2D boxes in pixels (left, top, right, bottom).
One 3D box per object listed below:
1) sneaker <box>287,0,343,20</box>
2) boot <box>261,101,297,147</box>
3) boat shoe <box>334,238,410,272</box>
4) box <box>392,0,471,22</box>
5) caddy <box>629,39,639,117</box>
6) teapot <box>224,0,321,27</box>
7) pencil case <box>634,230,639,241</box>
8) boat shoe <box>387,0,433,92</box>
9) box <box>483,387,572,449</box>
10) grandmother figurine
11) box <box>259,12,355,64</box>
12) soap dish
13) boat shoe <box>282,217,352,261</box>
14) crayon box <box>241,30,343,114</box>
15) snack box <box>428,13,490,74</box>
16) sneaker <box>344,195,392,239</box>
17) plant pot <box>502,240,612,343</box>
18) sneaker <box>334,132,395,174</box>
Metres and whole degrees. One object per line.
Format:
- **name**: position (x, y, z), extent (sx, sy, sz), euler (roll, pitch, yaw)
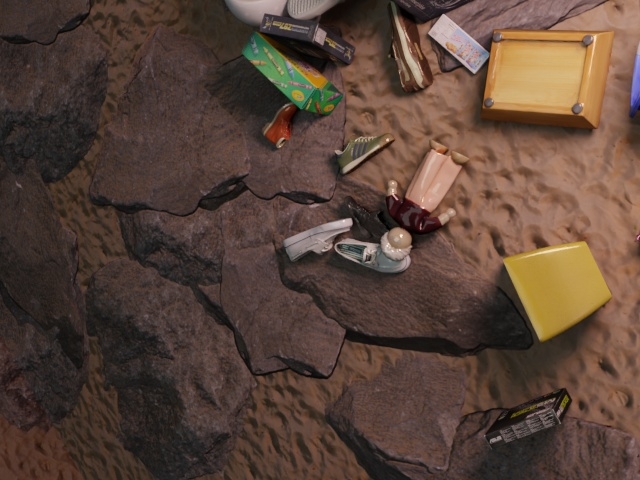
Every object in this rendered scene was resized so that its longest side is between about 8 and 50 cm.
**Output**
- **sneaker**: position (0.085, -0.708, 1.754), extent (0.366, 0.150, 0.135), euler (-31, 61, 18)
- **boot**: position (-0.109, -0.359, 1.965), extent (0.084, 0.059, 0.158), euler (52, 125, 13)
- **boat shoe**: position (0.144, 0.048, 1.837), extent (0.226, 0.076, 0.083), euler (10, 99, 29)
- **box**: position (0.305, -0.707, 1.526), extent (0.312, 0.343, 0.179), euler (-18, 84, 31)
- **caddy**: position (0.773, -0.410, 1.343), extent (0.179, 0.241, 0.341), euler (27, 107, 19)
- **teapot**: position (-0.157, -0.724, 1.893), extent (0.252, 0.187, 0.256), euler (-24, 63, 3)
- **pencil case**: position (0.829, 0.011, 1.430), extent (0.209, 0.095, 0.098), euler (33, 74, 26)
- **boat shoe**: position (0.220, -0.529, 1.737), extent (0.095, 0.095, 0.257), euler (-20, 85, 36)
- **box**: position (0.522, 0.443, 1.588), extent (0.191, 0.184, 0.045), euler (-33, 77, 29)
- **grandmother figurine**: position (0.263, -0.100, 1.734), extent (0.208, 0.104, 0.342), euler (34, 104, 33)
- **box**: position (-0.033, -0.568, 1.798), extent (0.183, 0.233, 0.059), euler (21, 98, 27)
- **soap dish**: position (0.539, -0.401, 1.546), extent (0.291, 0.118, 0.229), euler (12, 100, 30)
- **boat shoe**: position (0.000, 0.000, 1.918), extent (0.258, 0.095, 0.084), euler (-21, 88, 40)
- **crayon box**: position (-0.082, -0.491, 1.871), extent (0.278, 0.165, 0.081), euler (46, 114, 19)
- **snack box**: position (0.370, -0.523, 1.689), extent (0.178, 0.022, 0.064), euler (48, 114, 18)
- **sneaker**: position (0.143, -0.071, 1.845), extent (0.089, 0.051, 0.170), euler (-31, 83, 28)
- **plant pot**: position (0.575, 0.104, 1.530), extent (0.187, 0.212, 0.212), euler (-25, 81, 16)
- **sneaker**: position (0.118, -0.273, 1.831), extent (0.192, 0.064, 0.086), euler (-33, 82, 31)
